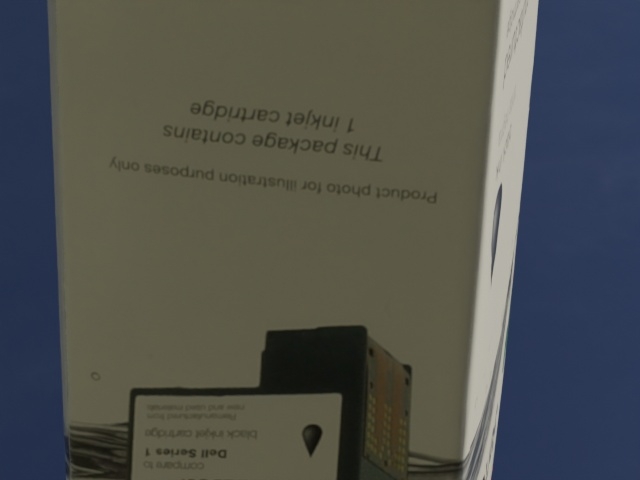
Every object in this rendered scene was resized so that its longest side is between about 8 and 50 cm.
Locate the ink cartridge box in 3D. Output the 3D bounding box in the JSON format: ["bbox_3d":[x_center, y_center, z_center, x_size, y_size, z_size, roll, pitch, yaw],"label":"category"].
[{"bbox_3d":[0.000,0.000,0.454,0.092,0.160,0.219,6,-62,8],"label":"ink cartridge box"}]
